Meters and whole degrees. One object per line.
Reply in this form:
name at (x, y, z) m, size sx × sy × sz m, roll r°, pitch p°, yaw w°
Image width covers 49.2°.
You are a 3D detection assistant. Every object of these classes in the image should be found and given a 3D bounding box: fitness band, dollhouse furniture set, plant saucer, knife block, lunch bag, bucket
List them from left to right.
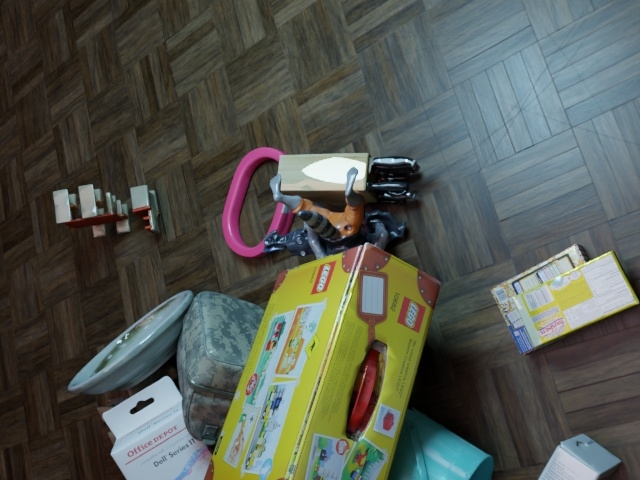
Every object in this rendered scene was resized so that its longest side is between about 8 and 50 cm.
dollhouse furniture set at (-0.606, -0.068, 2.025) m, size 0.259 × 0.262 × 0.135 m, roll -10°, pitch 80°, yaw 3°
plant saucer at (-0.475, 0.291, 1.850) m, size 0.400 × 0.400 × 0.100 m, roll -32°, pitch 102°, yaw 30°
dollhouse furniture set at (-0.425, 0.481, 1.857) m, size 0.161 × 0.212 × 0.242 m, roll -10°, pitch 106°, yaw 37°
lunch bag at (-0.247, 0.306, 1.693) m, size 0.256 × 0.213 × 0.305 m, roll -60°, pitch 26°, yaw 20°
fitness band at (-0.155, -0.097, 1.810) m, size 0.209 × 0.054 × 0.290 m, roll 24°, pitch 99°, yaw 38°
knife block at (0.069, -0.142, 1.533) m, size 0.242 × 0.276 × 0.088 m, roll -21°, pitch 60°, yaw 63°
bucket at (0.202, 0.488, 1.361) m, size 0.183 × 0.281 × 0.281 m, roll 22°, pitch 98°, yaw 31°

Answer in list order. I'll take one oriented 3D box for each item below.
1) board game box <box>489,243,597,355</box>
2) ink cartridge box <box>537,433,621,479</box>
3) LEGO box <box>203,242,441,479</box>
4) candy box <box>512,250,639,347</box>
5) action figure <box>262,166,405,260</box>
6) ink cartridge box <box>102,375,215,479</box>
board game box at (0.447, 0.117, 1.349) m, size 0.193 × 0.045 × 0.146 m, roll -33°, pitch 67°, yaw 29°
ink cartridge box at (0.439, 0.463, 1.257) m, size 0.086 × 0.148 × 0.203 m, roll 34°, pitch 106°, yaw 35°
LEGO box at (-0.005, 0.291, 1.368) m, size 0.372 × 0.193 × 0.500 m, roll -20°, pitch 47°, yaw 60°
candy box at (0.467, 0.110, 1.288) m, size 0.206 × 0.027 × 0.105 m, roll -31°, pitch 71°, yaw 29°
action figure at (0.000, 0.000, 1.526) m, size 0.341 × 0.330 × 0.178 m, roll -13°, pitch 43°, yaw 20°
ink cartridge box at (-0.370, 0.539, 1.720) m, size 0.207 × 0.119 × 0.353 m, roll -31°, pitch 97°, yaw -7°
